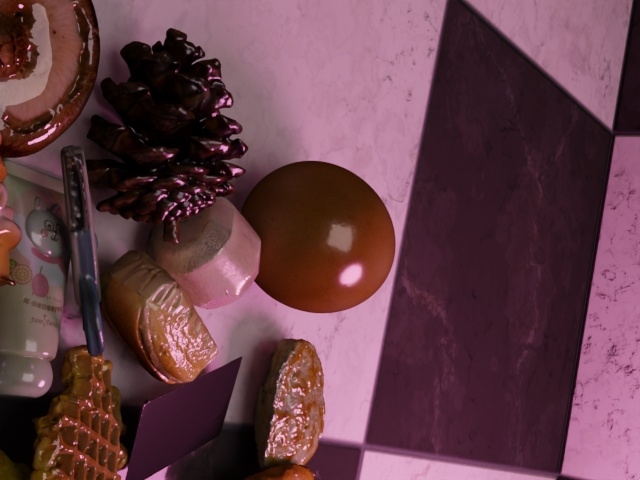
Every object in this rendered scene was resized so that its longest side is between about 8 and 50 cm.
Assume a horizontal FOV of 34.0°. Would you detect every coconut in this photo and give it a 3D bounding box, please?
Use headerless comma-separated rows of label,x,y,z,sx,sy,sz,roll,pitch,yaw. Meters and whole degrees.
coconut,-0.175,0.025,1.614,0.171,0.170,0.183,-62,142,-28

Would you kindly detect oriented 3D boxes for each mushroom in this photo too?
mushroom,-0.401,-0.248,1.291,0.278,0.163,0.297,-36,121,-55

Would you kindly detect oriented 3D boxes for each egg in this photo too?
egg,0.000,0.000,1.770,0.322,0.250,0.250,35,66,-57

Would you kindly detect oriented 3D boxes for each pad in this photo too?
pad,-0.215,0.283,1.648,0.265,0.009,0.160,-19,130,-59

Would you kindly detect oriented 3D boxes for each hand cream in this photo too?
hand cream,-0.392,0.056,1.406,0.147,0.093,0.306,23,66,-55

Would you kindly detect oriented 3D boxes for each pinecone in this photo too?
pinecone,-0.222,-0.152,1.478,0.244,0.244,0.309,18,61,-52

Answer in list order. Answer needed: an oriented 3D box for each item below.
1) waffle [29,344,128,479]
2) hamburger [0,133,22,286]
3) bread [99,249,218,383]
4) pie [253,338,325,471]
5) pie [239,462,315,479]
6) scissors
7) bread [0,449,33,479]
waffle,-0.332,0.273,1.443,0.253,0.056,0.249,-39,123,-76
hamburger,-0.471,-0.054,1.151,0.276,0.276,0.237,3,81,-53
bread,-0.242,0.123,1.539,0.106,0.140,0.236,-44,141,-18
pie,-0.057,0.296,1.862,0.201,0.090,0.248,16,81,-63
pie,-0.108,0.492,1.800,0.273,0.069,0.273,-25,132,-32
scissors,-0.320,0.011,1.413,0.041,0.138,0.289,-8,112,-13
bread,-0.487,0.418,1.285,0.383,0.112,0.166,-48,130,-38
